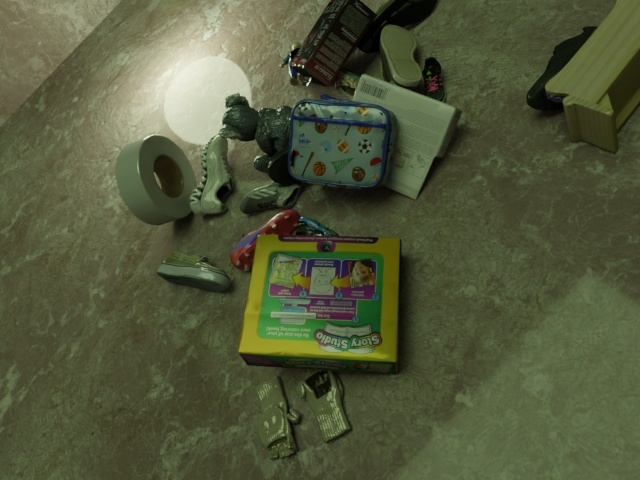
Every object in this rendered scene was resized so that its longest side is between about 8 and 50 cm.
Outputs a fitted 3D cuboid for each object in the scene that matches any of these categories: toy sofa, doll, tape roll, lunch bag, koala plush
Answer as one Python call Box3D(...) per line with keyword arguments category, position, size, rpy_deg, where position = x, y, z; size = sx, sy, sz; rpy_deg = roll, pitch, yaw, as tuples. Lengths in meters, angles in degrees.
Box3D(category="toy sofa", position=(0.698, -0.401, 1.342), size=(0.177, 0.150, 0.363), rpy_deg=(36, 85, 39))
Box3D(category="doll", position=(-0.085, -0.630, 2.041), size=(0.129, 0.046, 0.189), rpy_deg=(-16, 55, 22))
Box3D(category="tape roll", position=(-0.530, -0.196, 1.899), size=(0.100, 0.286, 0.286), rpy_deg=(-16, 55, 24))
Box3D(category="lunch bag", position=(0.050, -0.267, 1.567), size=(0.303, 0.115, 0.243), rpy_deg=(10, 103, 21))
Box3D(category="koala plush", position=(-0.201, -0.352, 1.786), size=(0.203, 0.221, 0.196), rpy_deg=(136, 148, -55))

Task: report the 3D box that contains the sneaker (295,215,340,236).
Box3D(category="sneaker", position=(0.000, 0.000, 1.604), size=(0.188, 0.067, 0.078), rpy_deg=(34, 105, 39))

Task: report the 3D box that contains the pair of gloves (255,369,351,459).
Box3D(category="pair of gloves", position=(-0.055, 0.402, 1.398), size=(0.240, 0.042, 0.204), rpy_deg=(-26, 52, 18))

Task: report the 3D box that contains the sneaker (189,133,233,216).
Box3D(category="sneaker", position=(-0.337, -0.216, 1.918), size=(0.118, 0.110, 0.292), rpy_deg=(1, 71, 24))

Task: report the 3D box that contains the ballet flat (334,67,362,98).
Box3D(category="ballet flat", position=(0.126, -0.472, 1.804), size=(0.241, 0.091, 0.077), rpy_deg=(41, 118, 45))

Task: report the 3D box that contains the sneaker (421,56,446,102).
Box3D(category="sneaker", position=(0.320, -0.458, 1.663), size=(0.063, 0.075, 0.170), rpy_deg=(-10, 58, 27))

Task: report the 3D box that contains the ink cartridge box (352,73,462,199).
Box3D(category="ink cartridge box", position=(0.201, -0.286, 1.599), size=(0.296, 0.066, 0.261), rpy_deg=(29, 106, 26))

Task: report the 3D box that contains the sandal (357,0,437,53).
Box3D(category="sandal", position=(0.233, -0.727, 1.861), size=(0.302, 0.120, 0.086), rpy_deg=(-33, 36, 11))

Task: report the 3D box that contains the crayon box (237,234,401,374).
Box3D(category="crayon box", position=(0.009, 0.147, 1.397), size=(0.362, 0.106, 0.313), rpy_deg=(2, 62, 9))

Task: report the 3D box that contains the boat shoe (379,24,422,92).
Box3D(category="boat shoe", position=(0.232, -0.532, 1.737), size=(0.116, 0.097, 0.324), rpy_deg=(4, 48, -10))

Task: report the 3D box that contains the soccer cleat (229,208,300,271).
Box3D(category="soccer cleat", position=(-0.169, -0.015, 1.701), size=(0.248, 0.083, 0.095), rpy_deg=(-43, 44, 6))

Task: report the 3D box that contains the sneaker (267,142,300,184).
Box3D(category="sneaker", position=(-0.027, -0.289, 1.752), size=(0.330, 0.122, 0.146), rpy_deg=(-32, 39, -8))

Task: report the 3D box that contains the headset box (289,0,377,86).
Box3D(category="headset box", position=(0.024, -0.622, 1.848), size=(0.293, 0.110, 0.218), rpy_deg=(-56, 23, 7))

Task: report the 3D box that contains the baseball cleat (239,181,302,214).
Box3D(category="baseball cleat", position=(-0.152, -0.124, 1.759), size=(0.205, 0.072, 0.109), rpy_deg=(-34, 50, 11))

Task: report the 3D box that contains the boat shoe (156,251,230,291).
Box3D(category="boat shoe", position=(-0.383, 0.085, 1.755), size=(0.302, 0.109, 0.094), rpy_deg=(7, 64, 38))

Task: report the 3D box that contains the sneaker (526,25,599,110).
Box3D(category="sneaker", position=(0.621, -0.432, 1.455), size=(0.286, 0.109, 0.130), rpy_deg=(-37, 42, -5))
